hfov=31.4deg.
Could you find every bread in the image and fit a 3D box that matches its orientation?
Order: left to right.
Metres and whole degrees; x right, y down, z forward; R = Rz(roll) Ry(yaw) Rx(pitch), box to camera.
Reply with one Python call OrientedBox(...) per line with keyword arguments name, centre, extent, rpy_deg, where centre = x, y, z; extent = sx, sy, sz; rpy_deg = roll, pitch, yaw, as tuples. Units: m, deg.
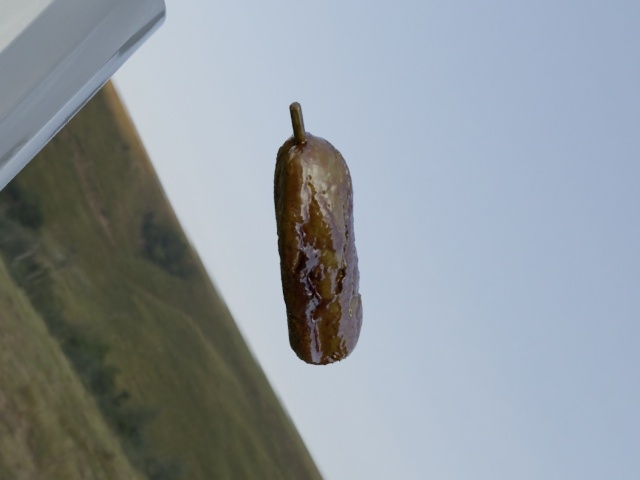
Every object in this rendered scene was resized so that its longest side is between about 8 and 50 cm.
OrientedBox(name="bread", centre=(-0.003, 0.000, 1.160), extent=(0.124, 0.084, 0.344), rpy_deg=(-93, 179, -45))

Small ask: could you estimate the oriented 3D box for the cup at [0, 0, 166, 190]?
OrientedBox(name="cup", centre=(-0.315, -0.145, 0.741), extent=(0.237, 0.327, 0.323), rpy_deg=(30, -18, 45))
